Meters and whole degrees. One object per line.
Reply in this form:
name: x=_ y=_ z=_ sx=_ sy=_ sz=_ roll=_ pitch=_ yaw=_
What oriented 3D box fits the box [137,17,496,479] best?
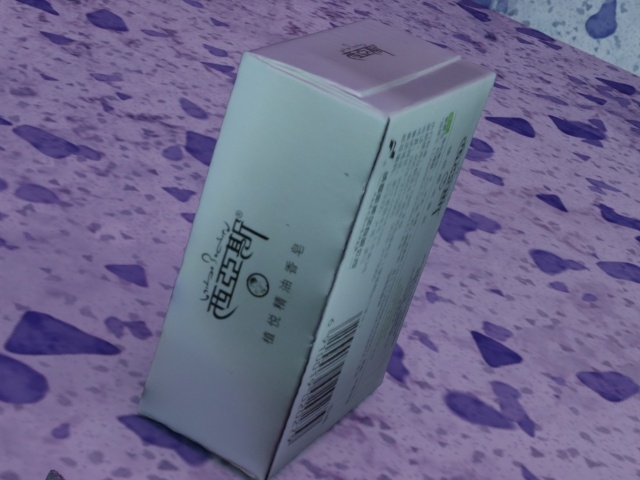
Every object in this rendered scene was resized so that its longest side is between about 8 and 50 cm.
box: x=0.000 y=0.000 z=0.891 sx=0.111 sy=0.260 sz=0.194 roll=24 pitch=22 yaw=18

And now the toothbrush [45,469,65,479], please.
toothbrush: x=-0.110 y=0.178 z=0.722 sx=0.011 sy=0.014 sz=0.167 roll=10 pitch=24 yaw=-44
